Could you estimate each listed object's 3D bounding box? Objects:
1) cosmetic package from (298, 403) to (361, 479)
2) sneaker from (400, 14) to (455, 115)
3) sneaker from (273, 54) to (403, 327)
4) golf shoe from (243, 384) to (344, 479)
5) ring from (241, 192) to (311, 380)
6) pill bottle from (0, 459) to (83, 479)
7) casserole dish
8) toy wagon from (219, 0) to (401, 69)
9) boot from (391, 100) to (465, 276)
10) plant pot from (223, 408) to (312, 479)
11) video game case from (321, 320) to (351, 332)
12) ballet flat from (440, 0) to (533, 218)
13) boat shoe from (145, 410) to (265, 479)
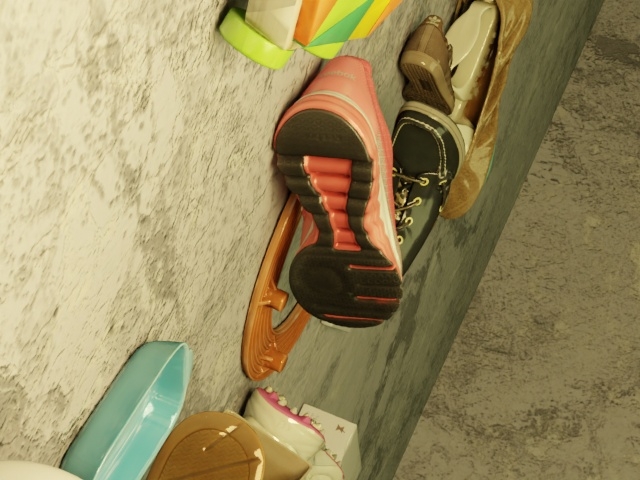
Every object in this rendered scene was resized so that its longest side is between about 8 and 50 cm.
[{"bbox_3d":[-0.004,0.319,2.132,0.231,0.085,0.117,81,32,-65],"label":"cosmetic package"},{"bbox_3d":[0.138,-0.206,1.851,0.188,0.066,0.071,64,48,-75],"label":"sneaker"},{"bbox_3d":[0.037,-0.044,1.504,0.314,0.116,0.136,85,19,-45],"label":"sneaker"},{"bbox_3d":[-0.056,0.268,1.779,0.140,0.115,0.306,-54,159,-13],"label":"golf shoe"},{"bbox_3d":[0.000,0.000,1.688,0.336,0.032,0.336,23,90,-79],"label":"ring"},{"bbox_3d":[-0.174,0.236,0.948,0.323,0.181,0.181,75,39,-72],"label":"pill bottle"},{"bbox_3d":[-0.158,0.156,1.236,0.114,0.037,0.188,99,18,-49],"label":"casserole dish"},{"bbox_3d":[0.057,-0.255,1.182,0.267,0.068,0.344,-55,170,19],"label":"toy wagon"},{"bbox_3d":[0.086,-0.030,1.742,0.178,0.085,0.236,-60,167,-27],"label":"boot"},{"bbox_3d":[-0.090,0.256,1.583,0.096,0.109,0.109,-60,172,22],"label":"plant pot"},{"bbox_3d":[0.047,0.049,2.024,0.157,0.019,0.143,33,79,-79],"label":"video game case"},{"bbox_3d":[0.182,-0.192,2.016,0.124,0.116,0.342,-3,115,-55],"label":"ballet flat"},{"bbox_3d":[-0.151,0.307,1.343,0.342,0.123,0.123,-63,177,-8],"label":"boat shoe"}]
